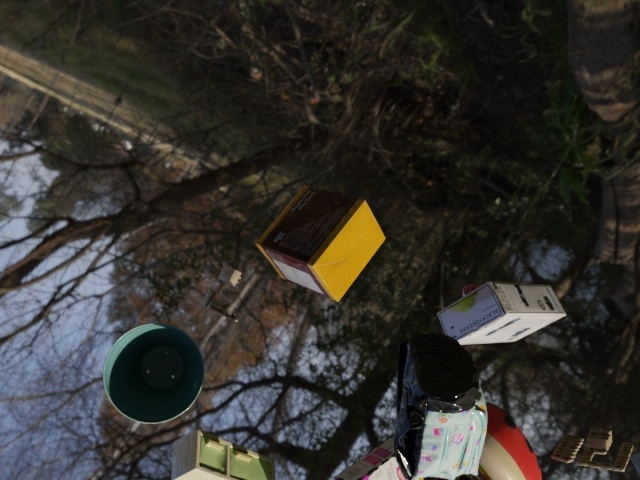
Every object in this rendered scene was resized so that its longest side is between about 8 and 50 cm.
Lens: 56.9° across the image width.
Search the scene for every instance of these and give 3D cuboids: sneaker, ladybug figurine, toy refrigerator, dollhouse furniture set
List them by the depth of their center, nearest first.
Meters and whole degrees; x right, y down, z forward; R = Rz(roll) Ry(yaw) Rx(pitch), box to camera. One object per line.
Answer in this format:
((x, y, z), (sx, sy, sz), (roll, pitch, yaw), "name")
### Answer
((-0.230, 0.563, 1.457), (0.269, 0.094, 0.102), (37, -150, -35), "toy refrigerator")
((0.530, 0.635, 1.770), (0.449, 0.162, 0.305), (58, 170, -30), "ladybug figurine")
((0.515, 0.176, 1.828), (0.170, 0.063, 0.075), (3, 149, -3), "sneaker")
((-0.284, 0.178, 1.931), (0.123, 0.151, 0.144), (31, 172, -25), "dollhouse furniture set")

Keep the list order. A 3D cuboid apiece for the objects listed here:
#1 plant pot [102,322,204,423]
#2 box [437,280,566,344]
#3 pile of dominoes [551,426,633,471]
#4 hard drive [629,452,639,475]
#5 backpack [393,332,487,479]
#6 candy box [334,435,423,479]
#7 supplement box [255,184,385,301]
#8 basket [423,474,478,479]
((-0.500, 0.400, 1.827), (0.290, 0.290, 0.195), (31, 169, -3), "plant pot")
((0.440, 0.177, 1.426), (0.290, 0.169, 0.087), (5, -125, -42), "box")
((0.782, 0.592, 1.705), (0.196, 0.040, 0.251), (-4, 178, 33), "pile of dominoes")
((0.596, 0.437, 0.887), (0.172, 0.054, 0.255), (18, -145, -30), "hard drive")
((0.154, 0.232, 0.774), (0.115, 0.182, 0.152), (3, -154, 6), "backpack")
((0.156, 0.619, 1.499), (0.233, 0.159, 0.071), (-21, -165, -37), "candy box")
((0.000, 0.000, 1.322), (0.194, 0.191, 0.129), (18, 152, 43), "supplement box")
((0.420, 0.860, 1.848), (0.223, 0.213, 0.299), (41, -150, -9), "basket")
